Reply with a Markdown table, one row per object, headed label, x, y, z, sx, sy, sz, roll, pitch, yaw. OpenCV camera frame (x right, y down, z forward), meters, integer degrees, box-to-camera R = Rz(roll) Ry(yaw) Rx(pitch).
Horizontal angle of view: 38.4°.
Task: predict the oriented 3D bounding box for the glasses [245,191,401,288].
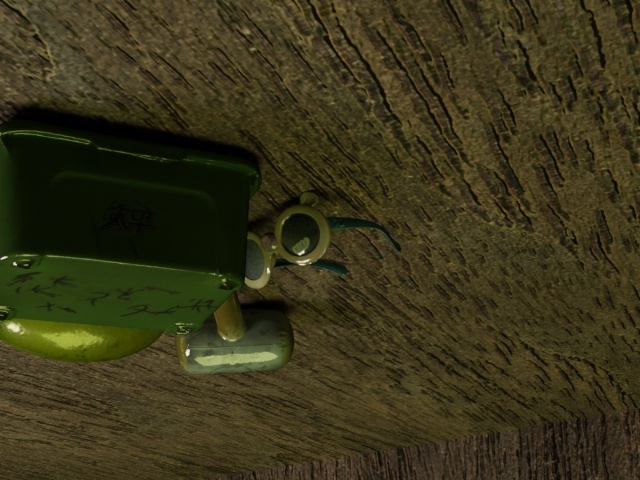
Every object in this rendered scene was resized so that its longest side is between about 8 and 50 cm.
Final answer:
| label | x | y | z | sx | sy | sz | roll | pitch | yaw |
| --- | --- | --- | --- | --- | --- | --- | --- | --- | --- |
| glasses | 0.004 | 0.028 | 1.303 | 0.220 | 0.088 | 0.189 | 20 | 146 | -39 |

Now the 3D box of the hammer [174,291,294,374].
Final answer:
| label | x | y | z | sx | sy | sz | roll | pitch | yaw |
| --- | --- | --- | --- | --- | --- | --- | --- | --- | --- |
| hammer | -0.147 | 0.116 | 1.480 | 0.201 | 0.113 | 0.305 | -5 | 146 | -2 |

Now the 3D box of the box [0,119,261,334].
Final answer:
| label | x | y | z | sx | sy | sz | roll | pitch | yaw |
| --- | --- | --- | --- | --- | --- | --- | --- | --- | --- |
| box | -0.254 | 0.000 | 1.112 | 0.328 | 0.178 | 0.253 | 9 | 154 | -23 |

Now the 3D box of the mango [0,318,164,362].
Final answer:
| label | x | y | z | sx | sy | sz | roll | pitch | yaw |
| --- | --- | --- | --- | --- | --- | --- | --- | --- | --- |
| mango | -0.331 | 0.091 | 1.269 | 0.273 | 0.185 | 0.149 | -5 | 120 | -34 |
